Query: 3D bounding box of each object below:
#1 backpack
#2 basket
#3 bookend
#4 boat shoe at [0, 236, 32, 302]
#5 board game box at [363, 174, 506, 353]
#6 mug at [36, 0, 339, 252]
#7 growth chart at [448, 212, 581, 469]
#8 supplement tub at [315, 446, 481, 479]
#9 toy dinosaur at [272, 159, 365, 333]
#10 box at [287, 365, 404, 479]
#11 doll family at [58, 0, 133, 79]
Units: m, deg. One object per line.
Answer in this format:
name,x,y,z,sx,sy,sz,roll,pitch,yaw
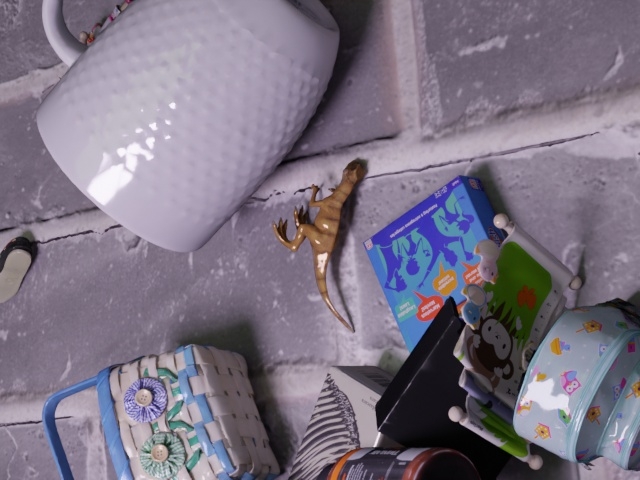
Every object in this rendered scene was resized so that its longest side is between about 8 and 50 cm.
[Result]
backpack,0.285,0.149,1.433,0.144,0.188,0.166,32,105,37
basket,-0.220,0.266,1.829,0.289,0.201,0.255,-31,68,23
bookend,0.166,0.171,1.556,0.156,0.072,0.157,30,105,-8
boat shoe,-0.479,0.048,2.168,0.133,0.049,0.042,-50,30,32
board game box,0.154,0.055,1.640,0.160,0.047,0.210,-36,66,31
mug,-0.179,-0.228,1.762,0.374,0.276,0.328,44,107,-2
growth chart,0.203,0.105,1.497,0.021,0.172,0.237,-1,68,50
supplement tub,0.075,0.273,1.520,0.198,0.106,0.106,-11,79,53
toy dinosaur,0.000,0.000,1.763,0.112,0.064,0.211,13,95,38
box,0.030,0.293,1.691,0.113,0.094,0.275,27,103,38
doll family,-0.296,-0.222,1.990,0.163,0.118,0.263,-45,60,28
